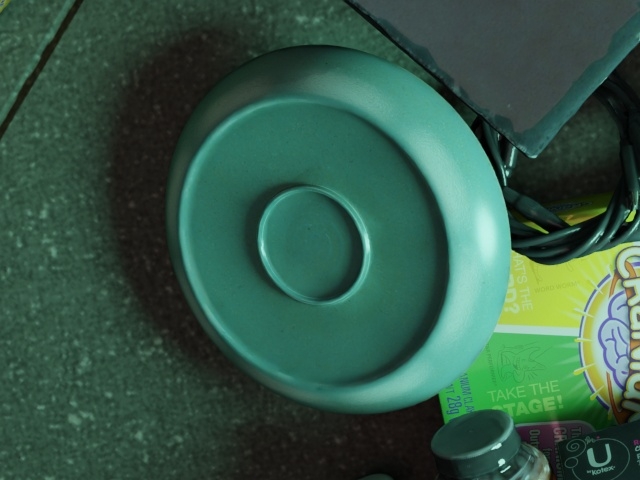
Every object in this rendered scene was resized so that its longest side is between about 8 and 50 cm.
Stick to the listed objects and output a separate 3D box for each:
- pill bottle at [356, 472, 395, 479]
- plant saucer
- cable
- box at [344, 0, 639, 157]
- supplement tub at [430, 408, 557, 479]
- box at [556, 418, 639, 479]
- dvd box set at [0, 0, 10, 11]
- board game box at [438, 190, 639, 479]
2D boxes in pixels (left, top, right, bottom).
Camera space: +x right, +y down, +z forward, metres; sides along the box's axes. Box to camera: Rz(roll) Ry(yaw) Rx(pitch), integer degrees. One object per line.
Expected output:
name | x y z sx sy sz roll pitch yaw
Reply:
pill bottle | 0.076 0.318 1.497 0.121 0.121 0.216 -36 98 14
plant saucer | 0.000 0.000 1.416 0.318 0.044 0.317 9 109 26
cable | 0.193 -0.070 1.393 0.150 0.047 0.184 -21 69 10
box | 0.186 -0.358 1.127 0.297 0.480 0.472 42 105 -5
supplement tub | 0.153 0.237 1.408 0.106 0.106 0.198 -17 111 11
box | 0.305 0.267 1.401 0.163 0.142 0.247 -17 129 11
dvd box set | -0.355 -0.312 1.406 0.307 0.062 0.420 45 111 -5
board game box | 0.250 0.079 1.444 0.316 0.064 0.242 -11 102 10
